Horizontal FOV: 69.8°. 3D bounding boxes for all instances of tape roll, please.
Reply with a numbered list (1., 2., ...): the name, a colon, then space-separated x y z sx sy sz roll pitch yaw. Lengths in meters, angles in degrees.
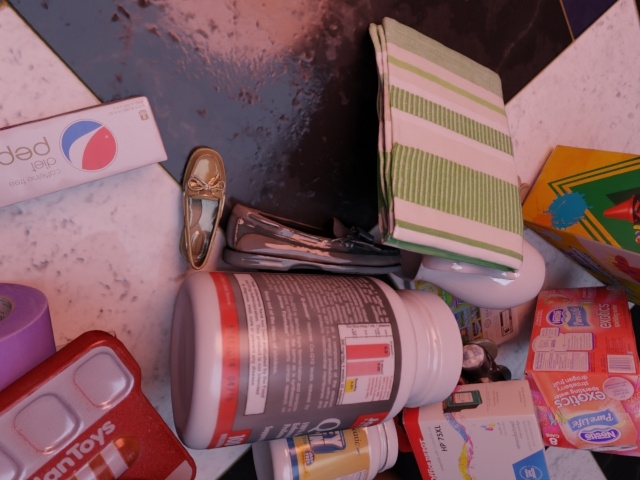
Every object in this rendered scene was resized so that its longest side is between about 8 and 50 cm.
1. tape roll: -0.373 0.114 0.455 0.189 0.189 0.080 -6 108 -23

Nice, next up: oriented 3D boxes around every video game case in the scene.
1. video game case: 0.262 0.117 0.831 0.206 0.026 0.227 -21 115 -13

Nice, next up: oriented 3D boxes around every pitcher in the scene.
1. pitcher: 0.230 0.039 0.680 0.207 0.178 0.125 11 96 -8

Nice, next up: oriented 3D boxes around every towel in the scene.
1. towel: 0.171 -0.127 0.614 0.248 0.038 0.325 12 65 -28

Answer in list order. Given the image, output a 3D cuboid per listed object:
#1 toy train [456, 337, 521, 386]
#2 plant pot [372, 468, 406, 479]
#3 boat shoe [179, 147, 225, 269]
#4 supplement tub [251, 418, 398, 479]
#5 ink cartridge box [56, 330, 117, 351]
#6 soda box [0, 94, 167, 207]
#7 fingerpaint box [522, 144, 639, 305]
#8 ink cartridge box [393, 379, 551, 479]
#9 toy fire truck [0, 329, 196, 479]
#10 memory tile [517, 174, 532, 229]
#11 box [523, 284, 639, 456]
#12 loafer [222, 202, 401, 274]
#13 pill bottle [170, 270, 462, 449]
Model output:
1. toy train: 0.289 0.320 0.841 0.190 0.142 0.334 -33 124 6
2. plant pot: 0.110 0.515 0.783 0.263 0.229 0.263 -8 110 -23
3. boat shoe: -0.150 -0.040 0.585 0.056 0.048 0.153 9 103 -27
4. supplement tub: 0.004 0.318 0.719 0.199 0.144 0.144 -4 108 -24
5. ink cartridge box: -0.302 0.208 0.589 0.109 0.063 0.150 -15 112 -20
6. soda box: -0.285 -0.095 0.495 0.216 0.069 0.074 -20 115 -16
7. fingerpaint box: 0.628 0.028 0.771 0.445 0.371 0.163 27 93 -30
8. ink cartridge box: 0.213 0.299 0.705 0.231 0.078 0.134 -13 109 22
9. toy fire truck: -0.267 0.260 0.417 0.302 0.169 0.254 -38 119 -30
10. memory tile: 0.331 -0.061 0.818 0.148 0.012 0.113 30 93 -29
11. box: 0.454 0.203 0.787 0.300 0.154 0.142 -36 114 -56
12. loafer: 0.000 0.000 0.645 0.267 0.096 0.084 3 96 -22
13. pill bottle: -0.003 0.150 0.622 0.363 0.210 0.210 4 105 -25
